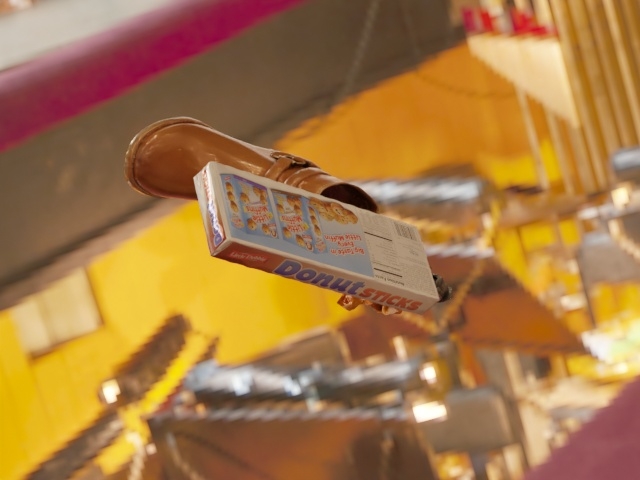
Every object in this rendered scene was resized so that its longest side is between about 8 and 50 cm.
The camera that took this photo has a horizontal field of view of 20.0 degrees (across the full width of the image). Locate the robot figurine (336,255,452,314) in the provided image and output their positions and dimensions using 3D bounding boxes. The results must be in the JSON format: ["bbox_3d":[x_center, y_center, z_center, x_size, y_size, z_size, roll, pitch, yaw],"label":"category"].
[{"bbox_3d":[0.046,0.030,2.259,0.085,0.211,0.291,-58,11,-8],"label":"robot figurine"}]

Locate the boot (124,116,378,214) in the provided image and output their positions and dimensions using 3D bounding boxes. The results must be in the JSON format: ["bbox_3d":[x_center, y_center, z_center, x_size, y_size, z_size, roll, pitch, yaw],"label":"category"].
[{"bbox_3d":[-0.057,-0.052,1.561,0.152,0.073,0.197,22,14,41],"label":"boot"}]

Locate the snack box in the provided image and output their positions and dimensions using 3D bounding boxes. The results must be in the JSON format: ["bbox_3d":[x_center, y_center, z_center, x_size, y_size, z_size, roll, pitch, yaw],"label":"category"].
[{"bbox_3d":[0.000,0.000,1.173,0.178,0.064,0.022,17,-45,-37],"label":"snack box"}]
